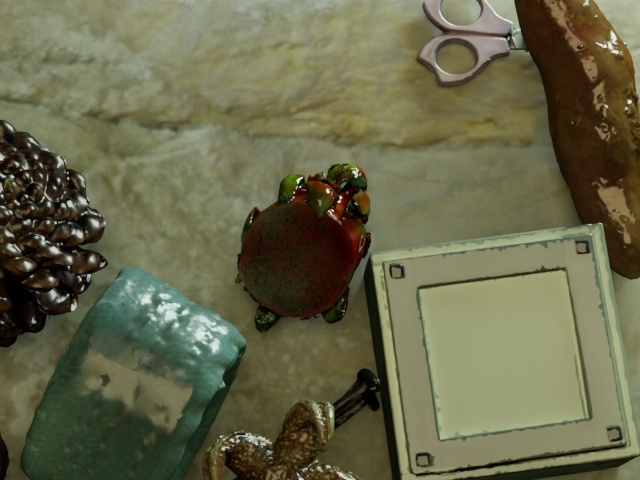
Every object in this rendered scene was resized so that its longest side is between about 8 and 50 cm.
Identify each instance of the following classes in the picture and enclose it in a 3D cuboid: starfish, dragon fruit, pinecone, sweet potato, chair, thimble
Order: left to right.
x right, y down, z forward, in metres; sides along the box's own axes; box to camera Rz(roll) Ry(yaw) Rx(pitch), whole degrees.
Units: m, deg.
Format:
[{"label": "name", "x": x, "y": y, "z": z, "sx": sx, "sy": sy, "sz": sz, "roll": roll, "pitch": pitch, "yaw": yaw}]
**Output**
[{"label": "pinecone", "x": -0.323, "y": 0.002, "z": 1.704, "sx": 0.221, "sy": 0.221, "sz": 0.221, "roll": 0, "pitch": 77, "yaw": -2}, {"label": "thimble", "x": -0.173, "y": 0.154, "z": 1.679, "sx": 0.143, "sy": 0.198, "sz": 0.235, "roll": 29, "pitch": 111, "yaw": 3}, {"label": "starfish", "x": -0.044, "y": 0.228, "z": 1.574, "sx": 0.190, "sy": 0.074, "sz": 0.146, "roll": -23, "pitch": 79, "yaw": -3}, {"label": "chair", "x": -0.018, "y": 0.252, "z": 1.684, "sx": 0.260, "sy": 0.154, "sz": 0.141, "roll": -37, "pitch": 82, "yaw": -7}, {"label": "dragon fruit", "x": 0.000, "y": 0.000, "z": 1.762, "sx": 0.138, "sy": 0.142, "sz": 0.175, "roll": 53, "pitch": 48, "yaw": -16}, {"label": "sweet potato", "x": 0.268, "y": -0.136, "z": 1.800, "sx": 0.095, "sy": 0.106, "sz": 0.355, "roll": -17, "pitch": 93, "yaw": 36}]

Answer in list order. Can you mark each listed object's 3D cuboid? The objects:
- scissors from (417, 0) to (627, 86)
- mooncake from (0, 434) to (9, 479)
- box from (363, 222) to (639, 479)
[{"label": "scissors", "x": 0.206, "y": -0.204, "z": 1.856, "sx": 0.212, "sy": 0.021, "sz": 0.110, "roll": 5, "pitch": 82, "yaw": -1}, {"label": "mooncake", "x": -0.362, "y": 0.252, "z": 1.636, "sx": 0.124, "sy": 0.228, "sz": 0.228, "roll": 28, "pitch": 78, "yaw": -4}, {"label": "box", "x": 0.168, "y": 0.116, "z": 1.734, "sx": 0.225, "sy": 0.117, "sz": 0.225, "roll": -7, "pitch": 78, "yaw": -4}]
